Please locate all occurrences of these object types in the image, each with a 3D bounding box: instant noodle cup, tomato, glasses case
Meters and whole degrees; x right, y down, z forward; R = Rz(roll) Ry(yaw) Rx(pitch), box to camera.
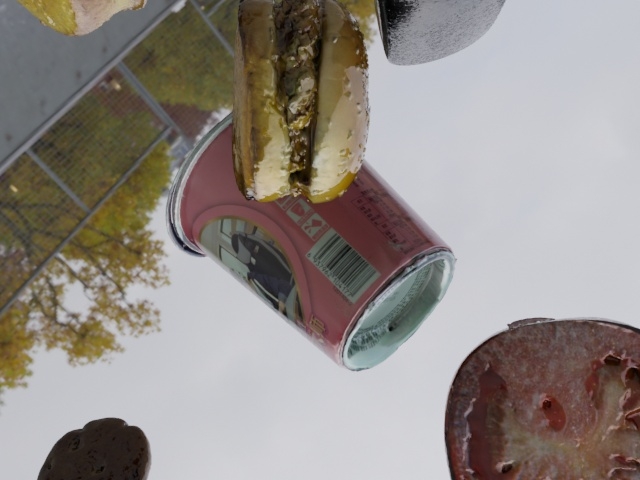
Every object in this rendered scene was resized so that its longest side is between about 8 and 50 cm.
[{"bbox_3d":[0.000,0.000,0.755,0.244,0.244,0.255,-43,-118,-8],"label":"instant noodle cup"},{"bbox_3d":[0.222,0.169,0.624,0.225,0.225,0.085,-35,173,9],"label":"tomato"},{"bbox_3d":[0.097,-0.199,0.580,0.103,0.067,0.266,-19,180,6],"label":"glasses case"}]

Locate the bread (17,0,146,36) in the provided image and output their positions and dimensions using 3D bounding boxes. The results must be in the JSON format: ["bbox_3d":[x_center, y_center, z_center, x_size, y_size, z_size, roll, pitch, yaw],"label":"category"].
[{"bbox_3d":[-0.350,-0.392,0.908,0.146,0.268,0.268,-51,-152,-18],"label":"bread"}]

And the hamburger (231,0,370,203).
[{"bbox_3d":[-0.019,-0.126,0.596,0.117,0.191,0.182,-6,-142,-9],"label":"hamburger"}]

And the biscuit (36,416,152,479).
[{"bbox_3d":[-0.396,0.401,1.213,0.212,0.036,0.212,-7,-139,6],"label":"biscuit"}]
